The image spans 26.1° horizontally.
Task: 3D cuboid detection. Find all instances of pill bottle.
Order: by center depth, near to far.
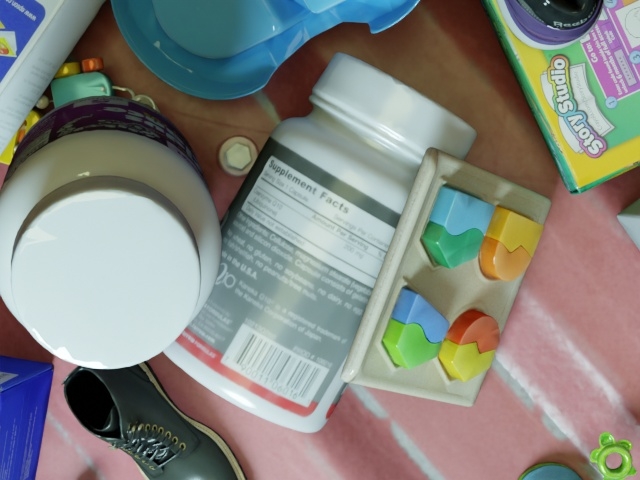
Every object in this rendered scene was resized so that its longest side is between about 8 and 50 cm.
[{"bbox_3d":[-0.161,-0.009,1.042,0.169,0.301,0.169,-2,104,-9],"label":"pill bottle"},{"bbox_3d":[0.000,0.000,1.140,0.161,0.161,0.283,30,93,3],"label":"pill bottle"}]

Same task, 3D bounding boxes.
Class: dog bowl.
[{"bbox_3d":[-0.033,-0.229,1.121,0.297,0.074,0.166,-22,111,32],"label":"dog bowl"}]

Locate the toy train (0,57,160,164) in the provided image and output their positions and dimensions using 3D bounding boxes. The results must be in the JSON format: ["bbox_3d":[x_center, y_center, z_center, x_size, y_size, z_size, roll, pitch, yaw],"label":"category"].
[{"bbox_3d":[-0.218,-0.080,1.212,0.125,0.046,0.166,41,97,1],"label":"toy train"}]

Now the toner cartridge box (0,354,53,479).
[{"bbox_3d":[-0.309,0.277,1.167,0.075,0.165,0.348,10,92,5],"label":"toner cartridge box"}]

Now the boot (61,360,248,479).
[{"bbox_3d":[-0.143,0.177,1.166,0.198,0.137,0.077,45,94,1],"label":"boot"}]

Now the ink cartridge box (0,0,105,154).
[{"bbox_3d":[-0.341,-0.135,1.186,0.175,0.069,0.371,36,92,19],"label":"ink cartridge box"}]

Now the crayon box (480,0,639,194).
[{"bbox_3d":[0.229,-0.197,1.158,0.165,0.081,0.278,-24,89,4],"label":"crayon box"}]

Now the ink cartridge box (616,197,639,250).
[{"bbox_3d":[0.412,-0.021,1.093,0.270,0.198,0.197,-37,89,3],"label":"ink cartridge box"}]

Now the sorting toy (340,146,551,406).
[{"bbox_3d":[0.112,0.038,1.118,0.038,0.208,0.193,23,93,37],"label":"sorting toy"}]

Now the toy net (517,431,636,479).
[{"bbox_3d":[0.269,0.283,1.189,0.122,0.045,0.232,-33,91,2],"label":"toy net"}]

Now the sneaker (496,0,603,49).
[{"bbox_3d":[0.141,-0.287,1.060,0.107,0.124,0.283,-30,88,5],"label":"sneaker"}]
